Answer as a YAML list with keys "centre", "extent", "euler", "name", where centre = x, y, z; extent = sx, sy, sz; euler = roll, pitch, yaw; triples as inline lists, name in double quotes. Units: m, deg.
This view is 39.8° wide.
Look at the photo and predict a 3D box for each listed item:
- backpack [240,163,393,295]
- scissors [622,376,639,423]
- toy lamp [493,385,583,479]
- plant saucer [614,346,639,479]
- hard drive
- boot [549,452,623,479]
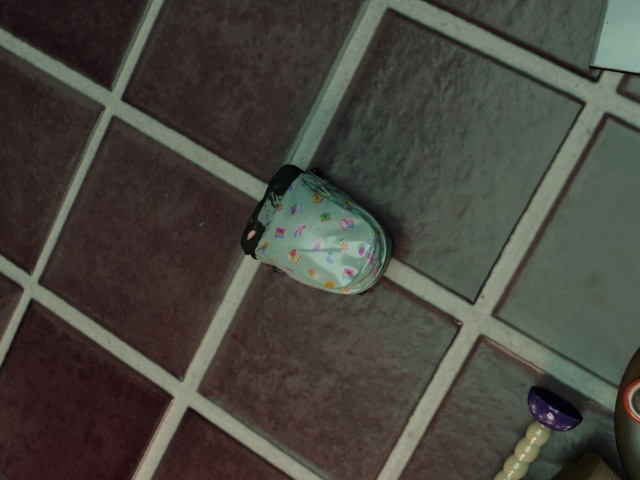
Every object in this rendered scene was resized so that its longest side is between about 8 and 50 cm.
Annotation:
- centre: [0.000, 0.000, 1.129]
  extent: [0.182, 0.115, 0.152]
  euler: [30, 99, 14]
  name: "backpack"
- centre: [0.456, 0.245, 0.964]
  extent: [0.109, 0.021, 0.297]
  euler: [-43, 76, 15]
  name: "scissors"
- centre: [0.215, 0.309, 1.076]
  extent: [0.080, 0.080, 0.275]
  euler: [31, 101, 17]
  name: "toy lamp"
- centre: [0.490, 0.218, 0.989]
  extent: [0.310, 0.050, 0.311]
  euler: [1, 92, 21]
  name: "plant saucer"
- centre: [0.375, -0.262, 1.031]
  extent: [0.094, 0.022, 0.135]
  euler: [13, 96, 20]
  name: "hard drive"
- centre: [0.281, 0.408, 1.010]
  extent: [0.283, 0.109, 0.220]
  euler: [-39, 95, -8]
  name: "boot"
